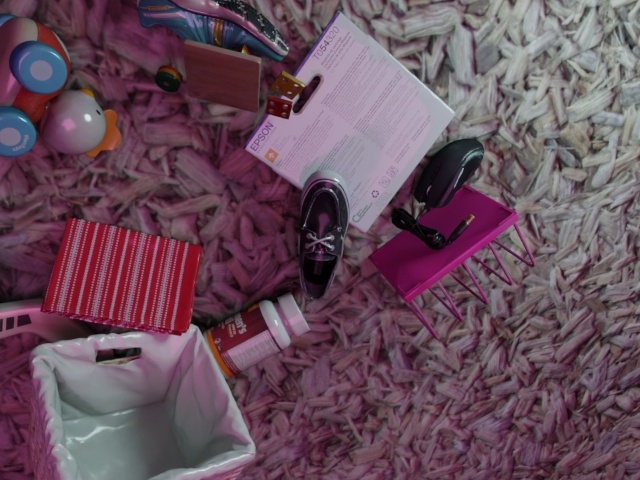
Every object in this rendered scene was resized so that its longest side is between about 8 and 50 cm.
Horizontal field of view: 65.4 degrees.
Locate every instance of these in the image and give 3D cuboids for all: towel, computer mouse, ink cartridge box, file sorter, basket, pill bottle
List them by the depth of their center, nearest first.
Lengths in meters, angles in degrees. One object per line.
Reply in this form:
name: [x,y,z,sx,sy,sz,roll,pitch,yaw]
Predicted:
basket: [-0.362,0.374,0.953,0.329,0.331,0.266,-2,134,-40]
towel: [-0.386,0.073,0.999,0.275,0.031,0.198,14,71,-18]
ink cartridge box: [0.061,-0.232,1.039,0.330,0.071,0.324,34,99,-20]
computer mouse: [0.274,-0.109,1.075,0.262,0.184,0.060,-49,135,6]
pill bottle: [-0.143,0.209,1.123,0.221,0.121,0.121,-28,115,-4]
file sorter: [0.304,0.053,1.143,0.291,0.202,0.182,-37,118,1]

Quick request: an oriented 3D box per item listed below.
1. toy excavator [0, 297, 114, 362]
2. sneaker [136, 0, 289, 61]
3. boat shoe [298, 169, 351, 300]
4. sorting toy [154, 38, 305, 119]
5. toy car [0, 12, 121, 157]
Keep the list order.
toy excavator: [-0.658,0.141,0.927,0.446,0.222,0.432,-14,115,-19]
sneaker: [-0.192,-0.389,0.909,0.276,0.107,0.109,18,124,-16]
boat shoe: [0.000,0.000,1.044,0.108,0.102,0.301,8,128,-2]
sorting toy: [-0.163,-0.302,0.900,0.275,0.132,0.046,13,64,-3]
toy car: [-0.447,-0.235,0.859,0.238,0.219,0.210,20,105,-51]
